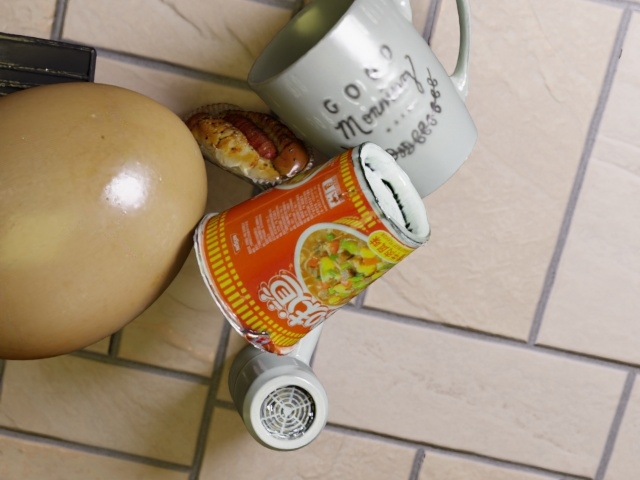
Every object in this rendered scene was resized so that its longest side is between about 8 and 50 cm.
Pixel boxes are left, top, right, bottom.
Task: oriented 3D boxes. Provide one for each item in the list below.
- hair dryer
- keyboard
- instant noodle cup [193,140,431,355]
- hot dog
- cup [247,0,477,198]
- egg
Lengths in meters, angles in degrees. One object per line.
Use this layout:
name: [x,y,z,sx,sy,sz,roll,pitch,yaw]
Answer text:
hair dryer: [-0.010,0.073,1.682,0.108,0.173,0.357,19,93,-14]
keyboard: [-0.397,-0.214,1.657,0.251,0.017,0.087,7,108,-1]
instant noodle cup: [0.000,0.000,1.514,0.212,0.193,0.193,-32,105,23]
hot dog: [-0.086,-0.112,1.616,0.099,0.192,0.053,-36,138,-26]
cup: [0.087,-0.191,1.578,0.258,0.186,0.234,-44,110,9]
egg: [-0.307,-0.024,1.568,0.374,0.301,0.301,-22,106,-1]
